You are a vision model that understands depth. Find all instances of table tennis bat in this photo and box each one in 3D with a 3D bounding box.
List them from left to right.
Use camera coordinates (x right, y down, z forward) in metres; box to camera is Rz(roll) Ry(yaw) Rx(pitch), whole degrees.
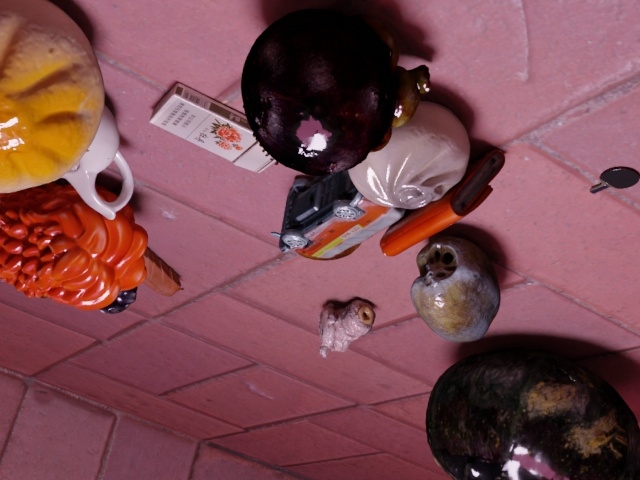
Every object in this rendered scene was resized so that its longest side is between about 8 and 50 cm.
[{"bbox_3d":[0.424,-0.085,1.439,0.050,0.007,0.083,24,152,-22],"label":"table tennis bat"}]

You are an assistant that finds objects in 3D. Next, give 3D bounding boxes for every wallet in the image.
[{"bbox_3d":[0.182,-0.052,1.482,0.045,0.142,0.204,47,149,-6],"label":"wallet"}]

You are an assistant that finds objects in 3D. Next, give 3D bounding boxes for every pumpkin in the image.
[{"bbox_3d":[0.441,0.401,2.056,0.454,0.344,0.454,24,171,4],"label":"pumpkin"}]

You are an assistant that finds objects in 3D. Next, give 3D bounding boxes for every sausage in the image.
[{"bbox_3d":[-0.351,0.069,2.099,0.065,0.065,0.169,0,153,26],"label":"sausage"}]

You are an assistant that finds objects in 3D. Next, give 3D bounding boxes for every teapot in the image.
[{"bbox_3d":[-0.407,-0.156,1.552,0.208,0.165,0.300,-25,126,37],"label":"teapot"}]

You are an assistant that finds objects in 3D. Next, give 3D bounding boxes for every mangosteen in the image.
[{"bbox_3d":[0.027,-0.187,1.237,0.250,0.211,0.211,-12,163,-22],"label":"mangosteen"}]

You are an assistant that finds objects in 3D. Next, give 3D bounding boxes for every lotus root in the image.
[{"bbox_3d":[0.251,0.103,1.751,0.140,0.158,0.322,0,157,20],"label":"lotus root"}]

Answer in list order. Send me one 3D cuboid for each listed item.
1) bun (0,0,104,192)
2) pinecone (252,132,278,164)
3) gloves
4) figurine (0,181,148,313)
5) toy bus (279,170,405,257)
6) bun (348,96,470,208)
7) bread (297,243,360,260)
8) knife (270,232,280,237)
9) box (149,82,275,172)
[{"bbox_3d":[-0.440,-0.188,1.333,0.299,0.164,0.299,-2,122,-3],"label":"bun"},{"bbox_3d":[-0.060,-0.151,1.472,0.083,0.077,0.077,27,154,-4],"label":"pinecone"},{"bbox_3d":[0.048,0.175,2.073,0.094,0.110,0.144,36,119,-25],"label":"gloves"},{"bbox_3d":[-0.474,0.033,1.892,0.306,0.241,0.412,35,157,6],"label":"figurine"},{"bbox_3d":[0.039,-0.057,1.574,0.120,0.121,0.265,21,153,-24],"label":"toy bus"},{"bbox_3d":[0.124,-0.105,1.370,0.173,0.119,0.173,-7,148,-4],"label":"bun"},{"bbox_3d":[0.000,0.000,1.794,0.126,0.044,0.129,30,154,-28],"label":"bread"},{"bbox_3d":[-0.051,0.001,1.864,0.091,0.005,0.014,21,152,-14],"label":"knife"},{"bbox_3d":[-0.155,-0.170,1.532,0.198,0.029,0.109,25,153,-21],"label":"box"}]
